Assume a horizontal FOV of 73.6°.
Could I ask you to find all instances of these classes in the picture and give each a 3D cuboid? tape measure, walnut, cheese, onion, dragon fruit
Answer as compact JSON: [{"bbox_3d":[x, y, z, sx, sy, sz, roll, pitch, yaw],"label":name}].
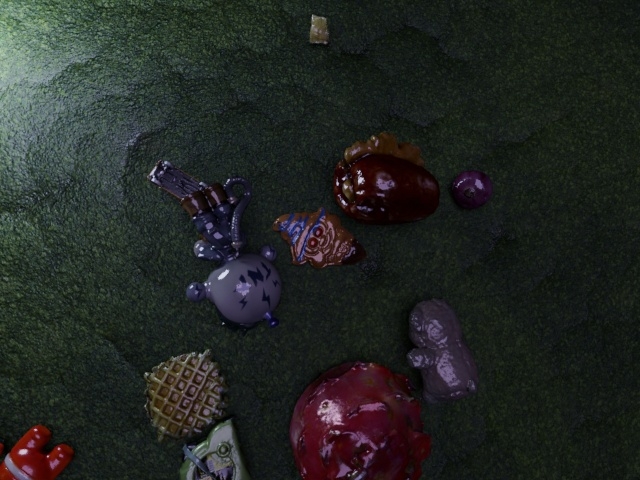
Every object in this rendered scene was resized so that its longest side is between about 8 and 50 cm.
[{"bbox_3d":[-0.263,0.570,1.072,0.175,0.106,0.200,-19,86,-20],"label":"tape measure"},{"bbox_3d":[0.180,-0.163,1.161,0.268,0.221,0.244,0,92,-23],"label":"walnut"},{"bbox_3d":[-0.002,-0.621,1.265,0.060,0.041,0.084,1,99,-1],"label":"cheese"},{"bbox_3d":[0.444,-0.151,1.255,0.115,0.104,0.115,9,118,17],"label":"onion"},{"bbox_3d":[0.114,0.503,1.071,0.386,0.249,0.371,-41,95,-8],"label":"dragon fruit"}]

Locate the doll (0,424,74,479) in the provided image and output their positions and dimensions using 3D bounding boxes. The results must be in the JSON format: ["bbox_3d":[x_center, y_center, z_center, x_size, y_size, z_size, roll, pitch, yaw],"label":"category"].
[{"bbox_3d":[-0.752,0.613,1.006,0.199,0.105,0.336,40,73,-3],"label":"doll"}]

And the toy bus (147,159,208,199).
[{"bbox_3d":[-0.372,-0.143,1.146,0.162,0.074,0.070,31,75,-2],"label":"toy bus"}]

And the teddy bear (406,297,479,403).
[{"bbox_3d":[0.318,0.292,1.146,0.236,0.151,0.267,-8,69,-44],"label":"teddy bear"}]

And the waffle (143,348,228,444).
[{"bbox_3d":[-0.346,0.398,1.098,0.214,0.054,0.208,-17,80,-8],"label":"waffle"}]

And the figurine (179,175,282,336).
[{"bbox_3d":[-0.230,0.056,1.090,0.261,0.186,0.382,-28,94,-19],"label":"figurine"}]

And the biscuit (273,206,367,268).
[{"bbox_3d":[0.000,0.000,1.206,0.280,0.043,0.183,22,85,-2],"label":"biscuit"}]
